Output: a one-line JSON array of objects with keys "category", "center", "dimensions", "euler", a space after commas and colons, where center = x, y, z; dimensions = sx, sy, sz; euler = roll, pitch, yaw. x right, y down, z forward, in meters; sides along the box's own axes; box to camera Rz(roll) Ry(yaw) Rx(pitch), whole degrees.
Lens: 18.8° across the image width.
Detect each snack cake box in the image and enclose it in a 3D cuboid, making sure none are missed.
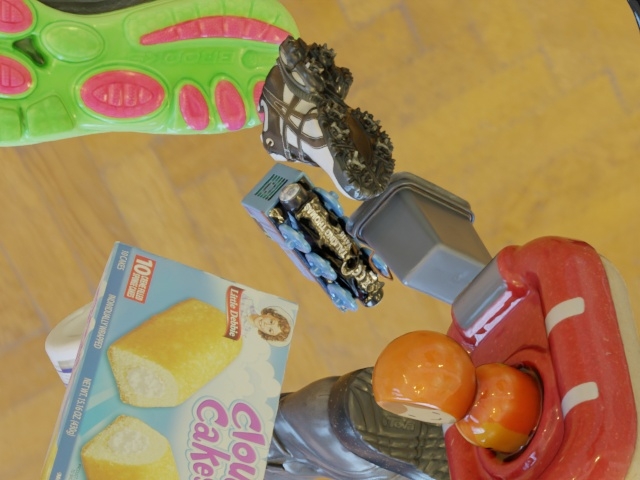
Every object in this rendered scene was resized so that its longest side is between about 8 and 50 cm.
[{"category": "snack cake box", "center": [-0.116, 0.144, 1.404], "dimensions": [0.152, 0.264, 0.089], "euler": [18, 138, -8]}]

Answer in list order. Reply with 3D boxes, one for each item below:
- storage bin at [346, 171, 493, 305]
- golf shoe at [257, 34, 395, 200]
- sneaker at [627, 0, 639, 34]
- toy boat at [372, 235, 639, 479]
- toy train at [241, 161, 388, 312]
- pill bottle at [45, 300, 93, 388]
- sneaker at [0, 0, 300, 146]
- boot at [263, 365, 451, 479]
[{"category": "storage bin", "center": [0.100, 0.011, 1.827], "dimensions": [0.098, 0.091, 0.135], "euler": [-47, 140, 17]}, {"category": "golf shoe", "center": [0.000, -0.087, 1.679], "dimensions": [0.077, 0.198, 0.094], "euler": [18, 122, -34]}, {"category": "sneaker", "center": [0.346, -0.253, 1.688], "dimensions": [0.147, 0.130, 0.330], "euler": [-11, 109, -47]}, {"category": "toy boat", "center": [0.098, 0.096, 1.115], "dimensions": [0.151, 0.231, 0.151], "euler": [19, 133, -25]}, {"category": "toy train", "center": [0.000, 0.000, 2.057], "dimensions": [0.080, 0.105, 0.184], "euler": [-47, 125, -12]}, {"category": "pill bottle", "center": [-0.166, 0.148, 1.791], "dimensions": [0.112, 0.112, 0.187], "euler": [-28, 108, -8]}, {"category": "sneaker", "center": [-0.265, -0.182, 1.865], "dimensions": [0.483, 0.202, 0.185], "euler": [6, 97, -20]}, {"category": "boot", "center": [0.057, 0.228, 1.997], "dimensions": [0.338, 0.222, 0.118], "euler": [41, 53, -34]}]
